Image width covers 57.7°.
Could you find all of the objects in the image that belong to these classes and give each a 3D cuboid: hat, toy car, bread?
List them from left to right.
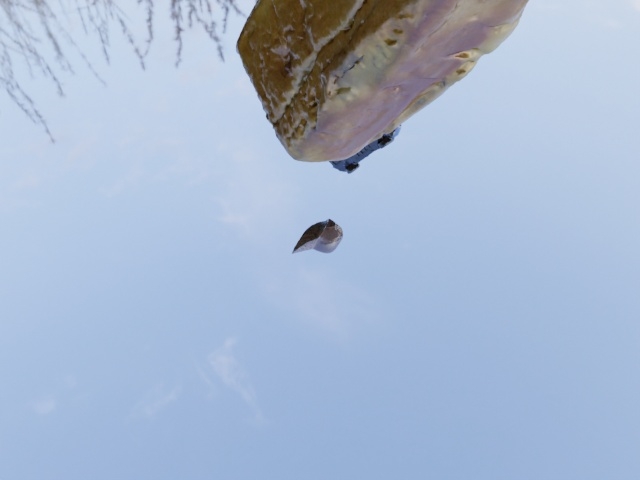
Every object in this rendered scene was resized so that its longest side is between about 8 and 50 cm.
[{"bbox_3d":[-0.001,0.002,0.851,0.042,0.087,0.058,48,-147,-14],"label":"hat"},{"bbox_3d":[0.075,-0.204,1.115,0.063,0.216,0.103,-38,-86,-32],"label":"toy car"},{"bbox_3d":[0.046,-0.194,0.469,0.132,0.294,0.166,-6,-108,-34],"label":"bread"}]
